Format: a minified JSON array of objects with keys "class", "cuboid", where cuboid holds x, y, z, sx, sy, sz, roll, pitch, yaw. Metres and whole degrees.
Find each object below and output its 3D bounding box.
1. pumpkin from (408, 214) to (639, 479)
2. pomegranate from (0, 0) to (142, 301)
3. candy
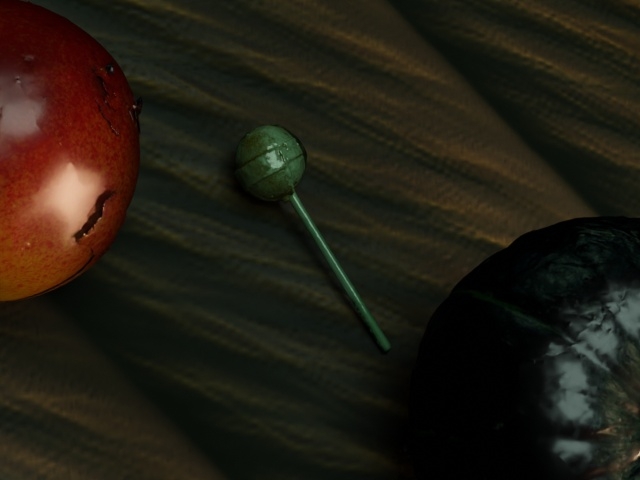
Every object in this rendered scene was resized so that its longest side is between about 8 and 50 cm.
[{"class":"pumpkin","cuboid":[0.203,0.137,1.092,0.315,0.238,0.315,1,87,-13]},{"class":"pomegranate","cuboid":[-0.231,-0.052,1.025,0.210,0.210,0.235,41,102,-1]},{"class":"candy","cuboid":[0.000,0.000,1.175,0.061,0.061,0.202,-33,92,-27]}]
